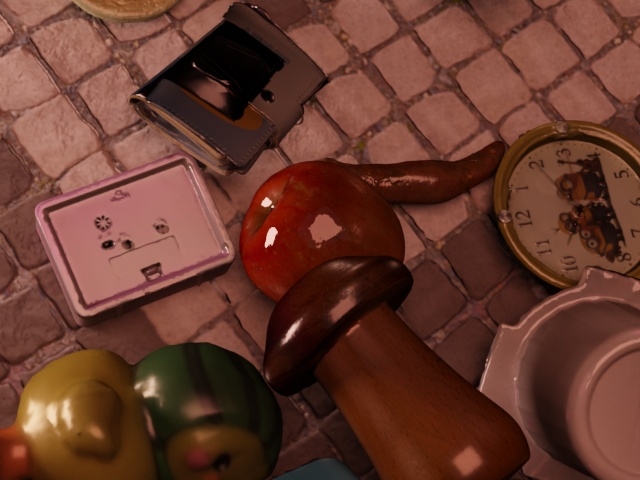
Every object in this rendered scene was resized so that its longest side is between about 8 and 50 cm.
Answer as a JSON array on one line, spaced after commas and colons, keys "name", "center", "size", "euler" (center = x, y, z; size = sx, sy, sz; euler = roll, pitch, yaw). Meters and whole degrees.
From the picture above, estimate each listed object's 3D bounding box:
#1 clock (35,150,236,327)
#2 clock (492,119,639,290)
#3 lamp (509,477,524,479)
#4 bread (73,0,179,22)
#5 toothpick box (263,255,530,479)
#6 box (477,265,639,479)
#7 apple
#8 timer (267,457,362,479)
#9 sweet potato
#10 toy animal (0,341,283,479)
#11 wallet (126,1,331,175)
[{"name": "clock", "center": [-0.214, 0.000, 1.682], "size": [0.197, 0.063, 0.150], "euler": [-22, 78, -17]}, {"name": "clock", "center": [0.321, -0.036, 1.808], "size": [0.237, 0.057, 0.237], "euler": [4, 70, -10]}, {"name": "lamp", "center": [0.205, 0.321, 1.583], "size": [0.121, 0.215, 0.121], "euler": [4, 74, -13]}, {"name": "bread", "center": [-0.233, -0.320, 1.796], "size": [0.192, 0.036, 0.112], "euler": [-16, 81, -19]}, {"name": "toothpick box", "center": [0.072, 0.154, 1.513], "size": [0.192, 0.192, 0.294], "euler": [-35, 76, -19]}, {"name": "box", "center": [0.314, 0.181, 1.625], "size": [0.291, 0.206, 0.262], "euler": [-25, 94, -5]}, {"name": "apple", "center": [0.000, 0.000, 1.672], "size": [0.168, 0.181, 0.181], "euler": [30, 67, -28]}, {"name": "timer", "center": [-0.031, 0.381, 1.532], "size": [0.231, 0.091, 0.250], "euler": [-21, 112, -17]}, {"name": "sweet potato", "center": [0.123, -0.077, 1.781], "size": [0.255, 0.058, 0.078], "euler": [-8, 54, -18]}, {"name": "toy animal", "center": [-0.209, 0.204, 1.550], "size": [0.338, 0.216, 0.191], "euler": [-12, 49, -10]}, {"name": "wallet", "center": [-0.099, -0.184, 1.736], "size": [0.170, 0.069, 0.231], "euler": [38, 53, 5]}]
